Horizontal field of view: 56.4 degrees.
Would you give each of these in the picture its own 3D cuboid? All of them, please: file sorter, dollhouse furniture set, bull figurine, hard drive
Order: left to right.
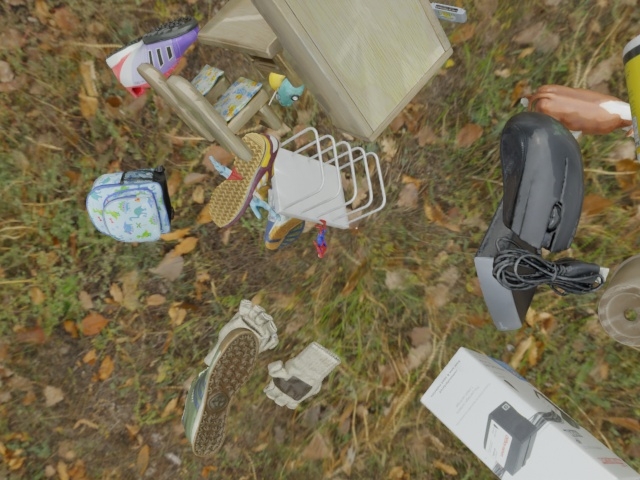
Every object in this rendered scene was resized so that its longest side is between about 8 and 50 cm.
[{"bbox_3d":[-0.039,-0.193,0.481,0.212,0.242,0.161,-49,130,-8],"label":"dollhouse furniture set"},{"bbox_3d":[0.025,-0.165,1.609,0.173,0.278,0.192,-22,68,38],"label":"file sorter"},{"bbox_3d":[0.356,0.048,1.106,0.054,0.254,0.172,13,61,35],"label":"hard drive"},{"bbox_3d":[0.639,-0.303,1.442,0.310,0.188,0.101,16,85,-8],"label":"bull figurine"}]

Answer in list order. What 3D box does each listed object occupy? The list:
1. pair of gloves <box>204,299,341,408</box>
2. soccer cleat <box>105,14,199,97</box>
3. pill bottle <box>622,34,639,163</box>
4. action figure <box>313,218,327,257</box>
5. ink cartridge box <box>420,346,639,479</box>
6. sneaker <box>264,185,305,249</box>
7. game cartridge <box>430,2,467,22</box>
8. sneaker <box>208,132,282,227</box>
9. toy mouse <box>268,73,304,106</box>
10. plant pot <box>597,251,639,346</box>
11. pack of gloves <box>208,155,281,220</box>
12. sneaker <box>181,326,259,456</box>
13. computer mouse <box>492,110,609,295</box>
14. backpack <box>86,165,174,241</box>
[{"bbox_3d":[-0.098,0.240,1.219,0.240,0.042,0.204,29,125,-4],"label":"pair of gloves"},{"bbox_3d":[-0.353,-0.401,1.312,0.318,0.108,0.116,-4,123,44],"label":"soccer cleat"},{"bbox_3d":[0.456,-0.156,0.745,0.119,0.119,0.208,-6,84,4],"label":"pill bottle"},{"bbox_3d":[0.000,0.000,1.490,0.030,0.038,0.115,14,133,20],"label":"action figure"},{"bbox_3d":[0.358,0.338,1.021,0.307,0.223,0.129,41,99,39],"label":"ink cartridge box"},{"bbox_3d":[-0.109,-0.101,1.809,0.131,0.112,0.296,57,138,30],"label":"sneaker"},{"bbox_3d":[0.290,-0.517,1.357,0.083,0.056,0.017,20,97,20],"label":"game cartridge"},{"bbox_3d":[-0.126,-0.101,1.052,0.069,0.084,0.185,41,111,21],"label":"sneaker"},{"bbox_3d":[-0.041,-0.276,0.967,0.031,0.143,0.161,24,98,-30],"label":"toy mouse"},{"bbox_3d":[1.008,0.199,1.840,0.280,0.323,0.323,-10,91,-39],"label":"plant pot"},{"bbox_3d":[-0.210,-0.127,1.582,0.046,0.195,0.232,-49,44,-4],"label":"pack of gloves"},{"bbox_3d":[-0.155,0.205,0.864,0.064,0.086,0.192,18,95,-35],"label":"sneaker"},{"bbox_3d":[0.322,-0.064,0.829,0.189,0.072,0.272,7,74,-24],"label":"computer mouse"},{"bbox_3d":[-0.288,-0.051,0.896,0.114,0.084,0.105,-3,127,-2],"label":"backpack"}]
